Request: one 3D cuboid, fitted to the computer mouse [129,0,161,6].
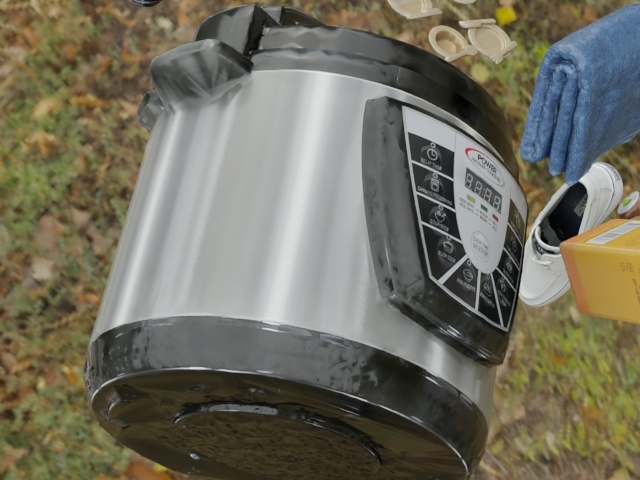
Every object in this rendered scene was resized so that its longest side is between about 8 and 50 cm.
[{"bbox_3d":[-0.134,-0.289,1.243,0.071,0.041,0.242,36,41,4],"label":"computer mouse"}]

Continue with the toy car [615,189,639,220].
[{"bbox_3d":[0.458,-0.010,1.706,0.155,0.188,0.149,-45,64,26],"label":"toy car"}]

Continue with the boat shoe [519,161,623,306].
[{"bbox_3d":[0.331,-0.003,1.709,0.084,0.258,0.095,-18,50,-41],"label":"boat shoe"}]

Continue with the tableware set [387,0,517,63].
[{"bbox_3d":[0.169,-0.287,1.550,0.141,0.020,0.169,-21,68,-35],"label":"tableware set"}]

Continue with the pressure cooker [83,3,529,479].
[{"bbox_3d":[-0.006,0.000,1.124,0.375,0.370,0.420,12,62,0],"label":"pressure cooker"}]

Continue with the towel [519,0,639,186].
[{"bbox_3d":[0.139,-0.075,0.536,0.119,0.067,0.029,-29,49,-36],"label":"towel"}]

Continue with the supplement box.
[{"bbox_3d":[0.318,0.031,1.082,0.080,0.078,0.233,-22,13,-20],"label":"supplement box"}]
